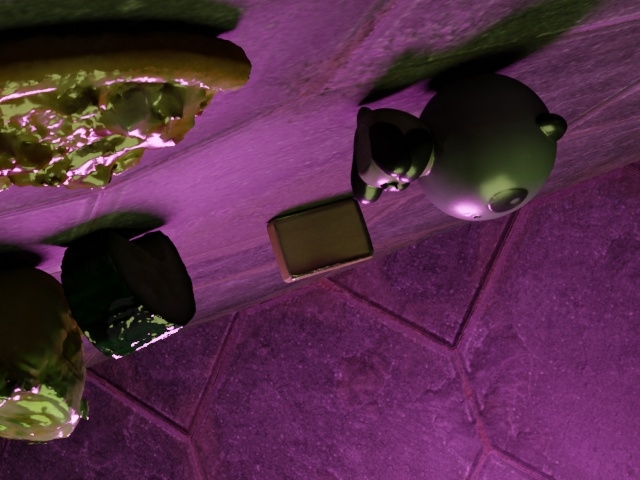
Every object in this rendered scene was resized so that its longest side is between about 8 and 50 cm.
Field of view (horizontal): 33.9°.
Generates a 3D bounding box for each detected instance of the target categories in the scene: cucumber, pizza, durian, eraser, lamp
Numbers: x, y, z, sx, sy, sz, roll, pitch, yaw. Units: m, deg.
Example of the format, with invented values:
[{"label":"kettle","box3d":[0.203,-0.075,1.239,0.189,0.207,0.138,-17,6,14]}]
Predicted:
[{"label":"cucumber","box3d":[-0.287,0.076,1.547,0.130,0.191,0.191,-30,170,18]},{"label":"pizza","box3d":[-0.217,-0.088,0.828,0.324,0.089,0.223,-13,168,-36]},{"label":"durian","box3d":[-0.438,0.160,1.465,0.204,0.339,0.255,-24,132,10]},{"label":"eraser","box3d":[0.000,0.000,1.905,0.172,0.117,0.058,-16,172,-21]},{"label":"lamp","box3d":[0.166,-0.110,1.276,0.244,0.197,0.198,-7,170,-16]}]
